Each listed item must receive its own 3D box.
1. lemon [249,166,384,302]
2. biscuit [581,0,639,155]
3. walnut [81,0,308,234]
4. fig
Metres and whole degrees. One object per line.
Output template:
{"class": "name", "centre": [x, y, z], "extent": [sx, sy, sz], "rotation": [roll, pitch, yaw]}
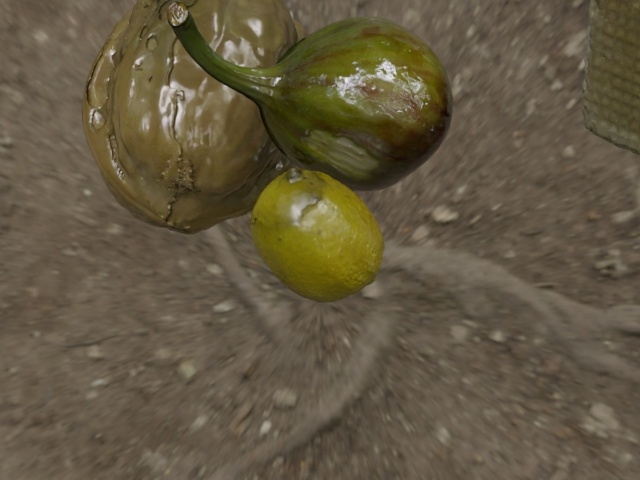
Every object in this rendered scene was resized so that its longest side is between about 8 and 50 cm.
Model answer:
{"class": "lemon", "centre": [0.000, 0.000, 1.078], "extent": [0.082, 0.082, 0.111], "rotation": [-43, 121, -1]}
{"class": "biscuit", "centre": [0.280, -0.256, 1.218], "extent": [0.078, 0.144, 0.426], "rotation": [-25, 128, -35]}
{"class": "walnut", "centre": [-0.104, -0.119, 1.368], "extent": [0.198, 0.198, 0.245], "rotation": [14, 64, 0]}
{"class": "fig", "centre": [-0.017, -0.117, 1.190], "extent": [0.245, 0.149, 0.149], "rotation": [14, 88, -29]}
